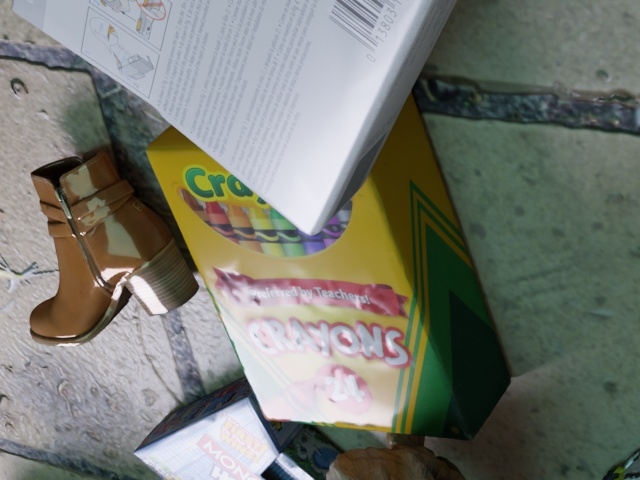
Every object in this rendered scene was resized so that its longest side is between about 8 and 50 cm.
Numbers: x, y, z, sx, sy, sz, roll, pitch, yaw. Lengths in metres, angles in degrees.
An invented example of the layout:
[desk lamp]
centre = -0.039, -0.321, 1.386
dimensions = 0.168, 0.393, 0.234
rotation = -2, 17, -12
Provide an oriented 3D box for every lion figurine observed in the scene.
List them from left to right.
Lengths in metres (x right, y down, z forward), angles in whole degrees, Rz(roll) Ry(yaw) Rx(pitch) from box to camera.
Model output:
[lion figurine]
centre = 0.103, 0.297, 1.189
dimensions = 0.392, 0.142, 0.240
rotation = 57, 178, -23

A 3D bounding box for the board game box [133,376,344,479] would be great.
[board game box]
centre = -0.050, 0.197, 1.355
dimensions = 0.194, 0.060, 0.194
rotation = 40, 139, 1

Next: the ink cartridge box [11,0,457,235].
[ink cartridge box]
centre = -0.055, -0.165, 0.895
dimensions = 0.261, 0.066, 0.296
rotation = 38, 149, 7

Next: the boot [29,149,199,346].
[boot]
centre = -0.211, 0.005, 1.308
dimensions = 0.197, 0.073, 0.152
rotation = -20, 112, 32

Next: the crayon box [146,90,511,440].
[crayon box]
centre = 0.000, 0.000, 1.135
dimensions = 0.202, 0.081, 0.318
rotation = 0, 124, 37

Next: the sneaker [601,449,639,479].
[sneaker]
centre = 0.246, 0.182, 1.147
dimensions = 0.035, 0.031, 0.083
rotation = 33, 144, -10
